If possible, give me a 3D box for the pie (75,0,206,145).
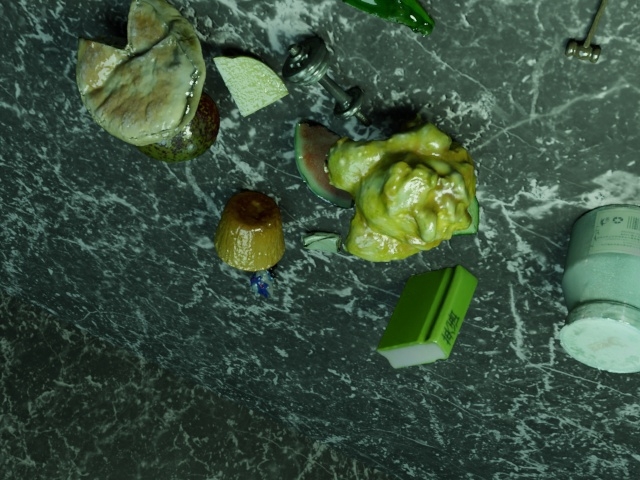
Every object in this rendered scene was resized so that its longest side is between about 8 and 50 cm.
[{"bbox_3d":[-0.390,-0.354,1.719,0.337,0.075,0.338,4,100,24],"label":"pie"}]

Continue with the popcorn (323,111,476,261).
[{"bbox_3d":[0.182,-0.084,1.682,0.290,0.326,0.321,37,179,40],"label":"popcorn"}]

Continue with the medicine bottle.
[{"bbox_3d":[0.629,0.107,1.679,0.244,0.290,0.245,17,147,12],"label":"medicine bottle"}]

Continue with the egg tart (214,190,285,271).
[{"bbox_3d":[-0.182,-0.035,2.134,0.202,0.203,0.147,21,135,5],"label":"egg tart"}]

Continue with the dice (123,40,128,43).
[{"bbox_3d":[-0.466,-0.404,1.848,0.094,0.091,0.093,38,146,-20],"label":"dice"}]

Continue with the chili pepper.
[{"bbox_3d":[0.116,-0.439,1.438,0.216,0.062,0.108,35,153,-17],"label":"chili pepper"}]

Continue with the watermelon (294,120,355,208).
[{"bbox_3d":[0.005,-0.153,1.850,0.231,0.146,0.128,30,148,-13],"label":"watermelon"}]

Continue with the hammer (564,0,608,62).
[{"bbox_3d":[0.465,-0.406,1.285,0.058,0.029,0.292,17,146,8],"label":"hammer"}]

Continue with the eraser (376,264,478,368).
[{"bbox_3d":[0.282,0.194,2.069,0.210,0.274,0.092,-19,120,46],"label":"eraser"}]

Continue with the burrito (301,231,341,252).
[{"bbox_3d":[0.001,0.002,2.180,0.118,0.044,0.074,9,148,19],"label":"burrito"}]

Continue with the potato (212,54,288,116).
[{"bbox_3d":[-0.147,-0.364,1.739,0.120,0.081,0.149,-23,113,13],"label":"potato"}]

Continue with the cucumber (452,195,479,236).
[{"bbox_3d":[0.265,-0.063,1.887,0.243,0.063,0.115,-6,132,40],"label":"cucumber"}]

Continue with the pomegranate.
[{"bbox_3d":[-0.341,-0.304,1.836,0.214,0.214,0.248,10,122,21],"label":"pomegranate"}]

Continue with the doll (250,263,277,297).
[{"bbox_3d":[-0.177,0.119,2.456,0.096,0.070,0.195,42,144,16],"label":"doll"}]

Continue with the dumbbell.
[{"bbox_3d":[0.024,-0.318,1.646,0.110,0.110,0.254,-12,139,44],"label":"dumbbell"}]
